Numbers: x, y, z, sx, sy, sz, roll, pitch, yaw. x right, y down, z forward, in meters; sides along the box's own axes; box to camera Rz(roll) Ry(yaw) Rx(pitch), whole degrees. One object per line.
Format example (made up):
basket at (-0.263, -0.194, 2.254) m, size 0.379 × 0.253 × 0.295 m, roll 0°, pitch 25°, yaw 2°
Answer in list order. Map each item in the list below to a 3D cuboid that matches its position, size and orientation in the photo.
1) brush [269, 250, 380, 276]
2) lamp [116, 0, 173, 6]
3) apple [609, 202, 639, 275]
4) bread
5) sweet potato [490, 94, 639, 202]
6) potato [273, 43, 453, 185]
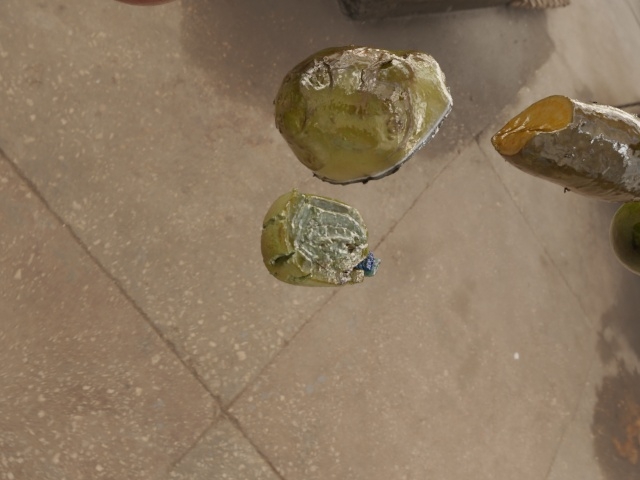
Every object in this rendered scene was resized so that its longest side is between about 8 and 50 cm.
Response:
brush at (-0.001, 0.034, 0.743) m, size 0.030 × 0.178 × 0.033 m, roll 53°, pitch 45°, yaw -46°
lamp at (-0.128, -0.234, 0.300) m, size 0.140 × 0.182 × 0.182 m, roll -8°, pitch 77°, yaw 0°
apple at (0.664, -0.019, 0.985) m, size 0.196 × 0.196 × 0.157 m, roll 10°, pitch 41°, yaw -34°
bread at (0.000, 0.000, 0.645) m, size 0.156 × 0.064 × 0.118 m, roll 5°, pitch 81°, yaw -40°
sweet potato at (0.256, -0.067, 0.423) m, size 0.243 × 0.077 × 0.077 m, roll 7°, pitch 70°, yaw -21°
potato at (0.055, -0.243, 0.885) m, size 0.196 × 0.299 × 0.247 m, roll 45°, pitch 36°, yaw -41°
